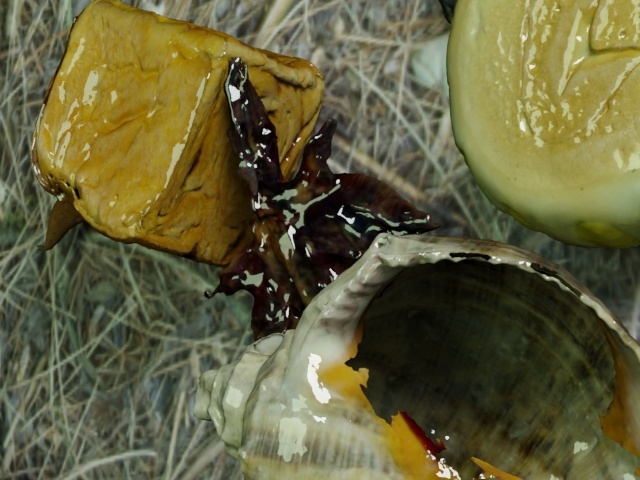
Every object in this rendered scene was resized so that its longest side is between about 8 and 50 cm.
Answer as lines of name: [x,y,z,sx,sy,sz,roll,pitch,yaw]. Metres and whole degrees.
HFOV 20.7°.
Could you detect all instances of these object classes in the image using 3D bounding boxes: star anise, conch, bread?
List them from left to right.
bread: [-0.097,-0.072,1.182,0.143,0.149,0.158,27,101,39]
star anise: [0.002,-0.001,1.105,0.157,0.053,0.212,13,109,17]
conch: [0.073,0.095,0.996,0.291,0.159,0.210,10,99,4]
bread: [0.163,-0.100,0.974,0.213,0.104,0.213,-3,86,37]

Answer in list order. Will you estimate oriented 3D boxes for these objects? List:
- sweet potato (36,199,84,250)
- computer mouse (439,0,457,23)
sweet potato: [-0.164,-0.063,1.309,0.195,0.056,0.056,-56,51,26]
computer mouse: [0.121,-0.204,1.068,0.099,0.057,0.172,41,122,37]
